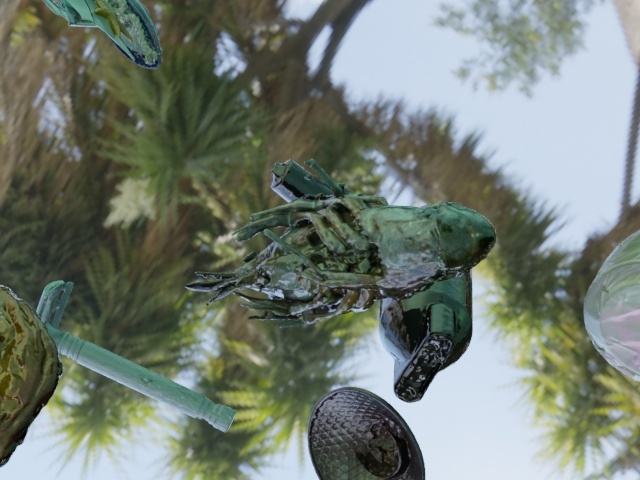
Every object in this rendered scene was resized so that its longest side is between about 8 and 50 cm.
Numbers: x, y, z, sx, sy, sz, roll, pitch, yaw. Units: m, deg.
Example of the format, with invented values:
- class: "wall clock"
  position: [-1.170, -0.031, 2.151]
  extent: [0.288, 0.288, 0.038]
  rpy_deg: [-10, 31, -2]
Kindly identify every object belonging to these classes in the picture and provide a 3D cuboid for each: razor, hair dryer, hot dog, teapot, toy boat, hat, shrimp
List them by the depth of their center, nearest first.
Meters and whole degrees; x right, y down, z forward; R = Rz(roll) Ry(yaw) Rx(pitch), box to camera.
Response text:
- class: "hot dog"
  position: [-0.315, 0.118, 1.032]
  extent: [0.114, 0.259, 0.175]
  rpy_deg: [40, -109, -21]
- class: "razor"
  position: [-0.196, 0.138, 1.280]
  extent: [0.232, 0.106, 0.068]
  rpy_deg: [24, -162, 3]
- class: "shrimp"
  position: [0.002, 0.000, 1.314]
  extent: [0.137, 0.372, 0.172]
  rpy_deg: [-17, -82, -72]
- class: "teapot"
  position: [0.408, 0.069, 1.327]
  extent: [0.221, 0.163, 0.178]
  rpy_deg: [38, -134, 4]
- class: "hair dryer"
  position: [0.053, 0.028, 1.454]
  extent: [0.302, 0.116, 0.244]
  rpy_deg: [36, -155, -13]
- class: "hat"
  position: [0.080, 0.273, 1.647]
  extent: [0.193, 0.193, 0.082]
  rpy_deg: [48, -140, 17]
- class: "toy boat"
  position: [-0.346, -0.337, 1.852]
  extent: [0.220, 0.067, 0.291]
  rpy_deg: [49, -161, 3]
